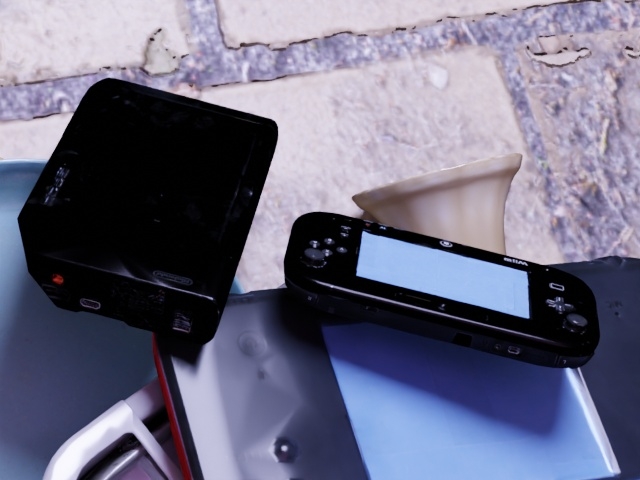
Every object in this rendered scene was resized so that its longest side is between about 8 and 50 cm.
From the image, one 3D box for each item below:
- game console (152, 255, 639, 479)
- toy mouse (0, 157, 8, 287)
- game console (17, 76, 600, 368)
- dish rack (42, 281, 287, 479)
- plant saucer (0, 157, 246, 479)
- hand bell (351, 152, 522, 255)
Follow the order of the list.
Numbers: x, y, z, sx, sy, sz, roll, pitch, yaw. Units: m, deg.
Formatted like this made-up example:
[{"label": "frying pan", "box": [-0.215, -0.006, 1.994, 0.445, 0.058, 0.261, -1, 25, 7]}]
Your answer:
[{"label": "game console", "box": [0.110, 0.169, 0.976, 0.386, 0.060, 0.342, -4, 64, -26]}, {"label": "toy mouse", "box": [-0.255, 0.000, 1.069, 0.143, 0.031, 0.161, -34, 84, -24]}, {"label": "game console", "box": [0.000, 0.000, 1.008, 0.361, 0.044, 0.213, 15, 35, -1]}, {"label": "dish rack", "box": [0.013, 0.179, 1.006, 0.333, 0.072, 0.285, -36, 80, -34]}, {"label": "plant saucer", "box": [-0.184, 0.105, 1.028, 0.317, 0.044, 0.317, 6, 75, -23]}, {"label": "hand bell", "box": [0.111, 0.070, 1.130, 0.126, 0.126, 0.242, -13, 87, -20]}]
